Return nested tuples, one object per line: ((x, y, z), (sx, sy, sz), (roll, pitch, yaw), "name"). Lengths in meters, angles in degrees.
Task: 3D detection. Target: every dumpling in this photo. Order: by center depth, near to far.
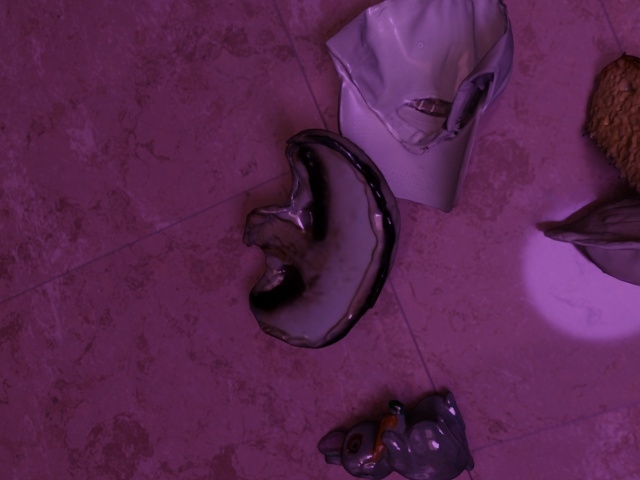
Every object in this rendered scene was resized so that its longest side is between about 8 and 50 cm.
((0.428, 0.000, 0.782), (0.252, 0.179, 0.131), (11, 99, 12), "dumpling")

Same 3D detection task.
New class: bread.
((0.448, -0.131, 0.758), (0.134, 0.260, 0.129), (9, 130, -9), "bread")

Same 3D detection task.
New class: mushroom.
((0.001, -0.001, 0.901), (0.247, 0.130, 0.344), (18, 116, 25), "mushroom")

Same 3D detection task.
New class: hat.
((0.159, -0.188, 0.856), (0.258, 0.168, 0.301), (25, 132, 36), "hat")

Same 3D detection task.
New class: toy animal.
((0.100, 0.327, 0.939), (0.251, 0.125, 0.127), (-24, 61, 21), "toy animal")
